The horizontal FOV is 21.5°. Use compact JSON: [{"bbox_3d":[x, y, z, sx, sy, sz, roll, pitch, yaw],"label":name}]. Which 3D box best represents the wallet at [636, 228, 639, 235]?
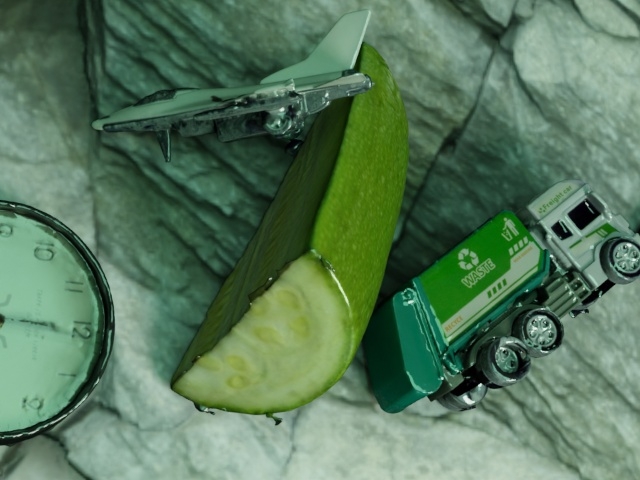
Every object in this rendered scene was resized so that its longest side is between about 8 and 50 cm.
[{"bbox_3d":[0.386,0.052,1.540,0.244,0.025,0.124,44,67,-15],"label":"wallet"}]

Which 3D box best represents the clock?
[{"bbox_3d":[-0.239,0.059,1.234,0.185,0.040,0.184,4,80,-24],"label":"clock"}]

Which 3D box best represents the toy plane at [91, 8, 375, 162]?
[{"bbox_3d":[-0.056,-0.098,1.292,0.234,0.160,0.082,-22,89,8],"label":"toy plane"}]

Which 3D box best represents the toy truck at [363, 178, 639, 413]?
[{"bbox_3d":[0.147,0.051,1.384,0.253,0.114,0.124,-38,88,-25],"label":"toy truck"}]

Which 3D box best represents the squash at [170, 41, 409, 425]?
[{"bbox_3d":[0.000,0.000,1.363,0.111,0.203,0.288,34,34,-15],"label":"squash"}]
